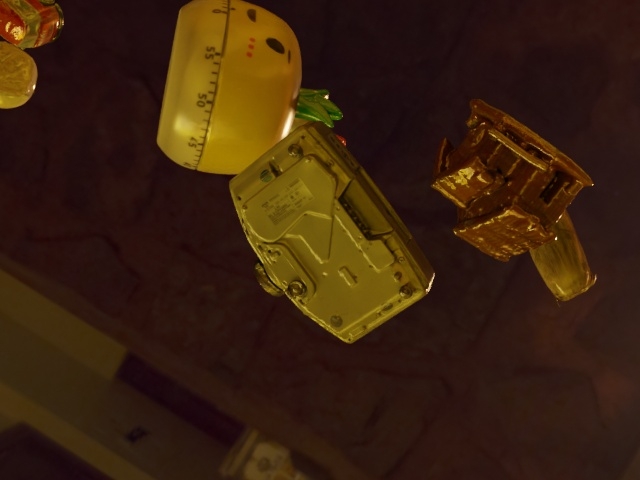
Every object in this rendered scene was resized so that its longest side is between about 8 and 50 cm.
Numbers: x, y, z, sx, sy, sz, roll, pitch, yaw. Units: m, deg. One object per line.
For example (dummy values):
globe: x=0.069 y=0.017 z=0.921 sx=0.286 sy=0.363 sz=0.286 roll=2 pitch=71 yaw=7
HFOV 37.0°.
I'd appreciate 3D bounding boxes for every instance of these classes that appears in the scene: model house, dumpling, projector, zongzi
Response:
model house: x=0.315 y=-0.094 z=1.691 sx=0.229 sy=0.199 sz=0.219 roll=-59 pitch=31 yaw=9
dumpling: x=-0.610 y=-0.309 z=1.787 sx=0.150 sy=0.177 sz=0.092 roll=-4 pitch=-31 yaw=-26
projector: x=0.000 y=0.000 z=1.252 sx=0.193 sy=0.270 sz=0.088 roll=-36 pitch=3 yaw=22
zongzi: x=0.449 y=-0.003 z=1.820 sx=0.099 sy=0.195 sz=0.197 roll=-20 pitch=-38 yaw=1

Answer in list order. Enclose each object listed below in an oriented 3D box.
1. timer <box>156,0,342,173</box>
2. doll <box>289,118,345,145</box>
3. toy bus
timer: x=-0.097 y=-0.220 z=1.441 sx=0.285 sy=0.285 sz=0.285 roll=-58 pitch=-8 yaw=-13
doll: x=-0.038 y=-0.250 z=2.169 sx=0.245 sy=0.142 sz=0.076 roll=22 pitch=-101 yaw=-56
toy bus: x=-0.700 y=-0.533 z=2.111 sx=0.121 sy=0.265 sz=0.120 roll=-51 pitch=-3 yaw=40
